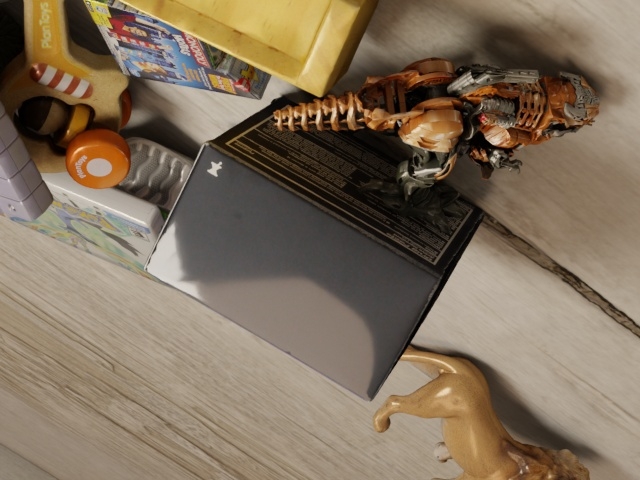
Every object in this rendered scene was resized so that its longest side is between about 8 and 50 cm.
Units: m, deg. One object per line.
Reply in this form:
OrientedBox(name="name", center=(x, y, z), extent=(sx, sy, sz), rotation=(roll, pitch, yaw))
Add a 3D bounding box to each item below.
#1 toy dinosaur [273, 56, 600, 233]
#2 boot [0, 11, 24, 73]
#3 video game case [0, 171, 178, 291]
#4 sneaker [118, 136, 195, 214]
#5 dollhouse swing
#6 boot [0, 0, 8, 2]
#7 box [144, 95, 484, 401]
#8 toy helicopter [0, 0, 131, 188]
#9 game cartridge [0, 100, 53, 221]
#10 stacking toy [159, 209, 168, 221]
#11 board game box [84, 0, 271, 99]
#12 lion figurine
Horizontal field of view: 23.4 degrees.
OrientedBox(name="toy dinosaur", center=(0.120, -0.136, 1.627), extent=(0.322, 0.164, 0.218), rotation=(19, 156, -5))
OrientedBox(name="boot", center=(-0.534, -0.300, 2.032), extent=(0.269, 0.089, 0.236), rotation=(18, 157, 27))
OrientedBox(name="video game case", center=(-0.357, -0.043, 2.179), extent=(0.329, 0.036, 0.300), rotation=(22, 164, 10))
OrientedBox(name="sneaker", center=(-0.171, -0.068, 2.134), extent=(0.281, 0.105, 0.115), rotation=(37, -175, -28))
OrientedBox(name="dollhouse swing", center=(-0.082, -0.360, 1.537), extent=(0.347, 0.305, 0.315), rotation=(25, -165, 2))
OrientedBox(name="boot", center=(-0.452, -0.398, 1.686), extent=(0.284, 0.138, 0.377), rotation=(-14, 98, 19))
OrientedBox(name="box", center=(0.000, 0.000, 1.776), extent=(0.296, 0.294, 0.183), rotation=(30, 109, 6))
OrientedBox(name="toy helicopter", center=(-0.353, -0.224, 1.910), extent=(0.235, 0.140, 0.355), rotation=(0, 135, -6))
OrientedBox(name="game cartridge", center=(-0.512, -0.152, 1.959), extent=(0.355, 0.068, 0.230), rotation=(16, 146, 37))
OrientedBox(name="stacking toy", center=(-0.165, 0.024, 2.314), extent=(0.167, 0.052, 0.221), rotation=(20, 151, 9))
OrientedBox(name="board game box", center=(-0.155, -0.233, 1.800), extent=(0.194, 0.060, 0.194), rotation=(17, 163, 12))
OrientedBox(name="lion figurine", center=(0.228, 0.283, 2.325), extent=(0.240, 0.142, 0.392), rotation=(-9, 133, 39))
